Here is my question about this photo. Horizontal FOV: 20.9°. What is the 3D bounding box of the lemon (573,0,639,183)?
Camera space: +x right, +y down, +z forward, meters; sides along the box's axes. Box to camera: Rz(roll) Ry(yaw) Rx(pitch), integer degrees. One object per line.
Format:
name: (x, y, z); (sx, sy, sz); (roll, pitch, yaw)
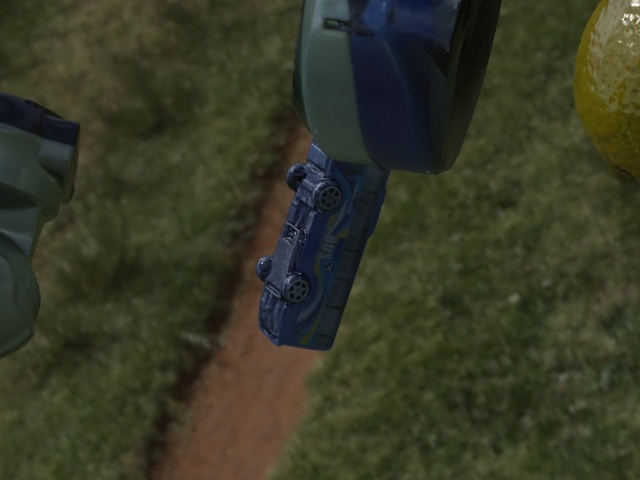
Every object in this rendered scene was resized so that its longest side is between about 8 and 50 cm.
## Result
lemon: (0.409, -0.192, 1.938); (0.267, 0.267, 0.267); (-22, 29, 13)

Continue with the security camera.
security camera: (-0.368, -0.004, 1.808); (0.197, 0.191, 0.277); (127, 155, -74)

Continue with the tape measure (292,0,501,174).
tape measure: (0.070, -0.192, 1.465); (0.138, 0.262, 0.259); (15, 51, 11)

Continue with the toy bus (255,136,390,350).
toy bus: (0.000, -0.001, 1.867); (0.079, 0.094, 0.236); (36, 111, 56)
